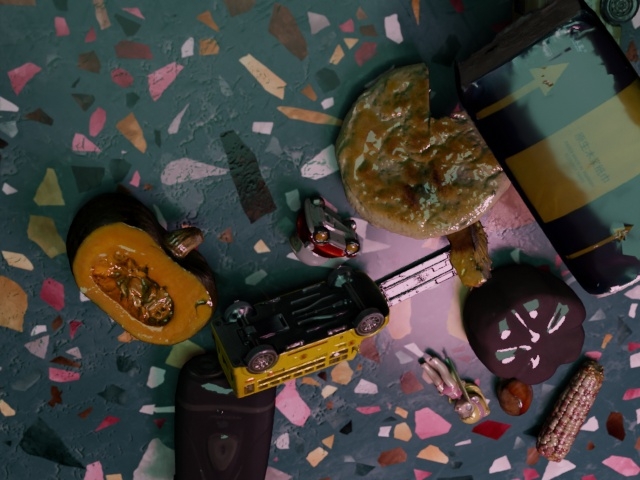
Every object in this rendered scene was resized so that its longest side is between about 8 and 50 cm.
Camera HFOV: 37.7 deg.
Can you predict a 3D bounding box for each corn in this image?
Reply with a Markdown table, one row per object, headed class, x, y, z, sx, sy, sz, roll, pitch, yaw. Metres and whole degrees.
| class | x | y | z | sx | sy | sz | roll | pitch | yaw |
| --- | --- | --- | --- | --- | --- | --- | --- | --- | --- |
| corn | 0.539 | 0.367 | 2.014 | 0.079 | 0.079 | 0.237 | 19 | 107 | -14 |

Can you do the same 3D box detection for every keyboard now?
| class | x | y | z | sx | sy | sz | roll | pitch | yaw |
| --- | --- | --- | --- | --- | --- | --- | --- | --- | --- |
| keyboard | 0.197 | 0.077 | 1.888 | 0.204 | 0.013 | 0.061 | -26 | 113 | 3 |

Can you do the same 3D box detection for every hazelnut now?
| class | x | y | z | sx | sy | sz | roll | pitch | yaw |
| --- | --- | --- | --- | --- | --- | --- | --- | --- | --- |
| hazelnut | 0.415 | 0.329 | 1.989 | 0.086 | 0.086 | 0.086 | -3 | 112 | -6 |

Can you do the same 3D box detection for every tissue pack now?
| class | x | y | z | sx | sy | sz | roll | pitch | yaw |
| --- | --- | --- | --- | --- | --- | --- | --- | --- | --- |
| tissue pack | 0.414 | -0.161 | 1.501 | 0.253 | 0.264 | 0.417 | -33 | 102 | 17 |

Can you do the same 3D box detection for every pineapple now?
| class | x | y | z | sx | sy | sz | roll | pitch | yaw |
| --- | --- | --- | --- | --- | --- | --- | --- | --- | --- |
| pineapple | 0.268 | -0.020 | 1.798 | 0.079 | 0.135 | 0.233 | -21 | 87 | 24 |

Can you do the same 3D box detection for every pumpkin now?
| class | x | y | z | sx | sy | sz | roll | pitch | yaw |
| --- | --- | --- | --- | --- | --- | --- | --- | --- | --- |
| pumpkin | -0.318 | 0.045 | 1.747 | 0.221 | 0.139 | 0.317 | -38 | 109 | 12 |

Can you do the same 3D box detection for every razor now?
| class | x | y | z | sx | sy | sz | roll | pitch | yaw |
| --- | --- | --- | --- | --- | --- | --- | --- | --- | --- |
| razor | -0.200 | 0.395 | 1.912 | 0.204 | 0.113 | 0.349 | 5 | 112 | -7 |

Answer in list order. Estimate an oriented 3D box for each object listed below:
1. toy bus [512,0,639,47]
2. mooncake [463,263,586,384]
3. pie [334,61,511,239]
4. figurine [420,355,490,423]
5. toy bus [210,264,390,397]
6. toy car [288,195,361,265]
| class | x | y | z | sx | sy | sz | roll | pitch | yaw |
| --- | --- | --- | --- | --- | --- | --- | --- | --- | --- |
| toy bus | 0.438 | -0.325 | 1.673 | 0.201 | 0.177 | 0.366 | -4 | 109 | -2 |
| mooncake | 0.414 | 0.172 | 1.896 | 0.244 | 0.133 | 0.245 | -6 | 118 | -11 |
| pie | 0.186 | -0.149 | 1.705 | 0.337 | 0.075 | 0.338 | 1 | 94 | 13 |
| figurine | 0.289 | 0.312 | 1.974 | 0.083 | 0.083 | 0.187 | -43 | 98 | 10 |
| toy bus | -0.033 | 0.178 | 1.804 | 0.330 | 0.144 | 0.152 | -17 | 136 | -17 |
| toy car | 0.000 | 0.000 | 1.791 | 0.139 | 0.112 | 0.112 | 29 | 121 | -27 |
